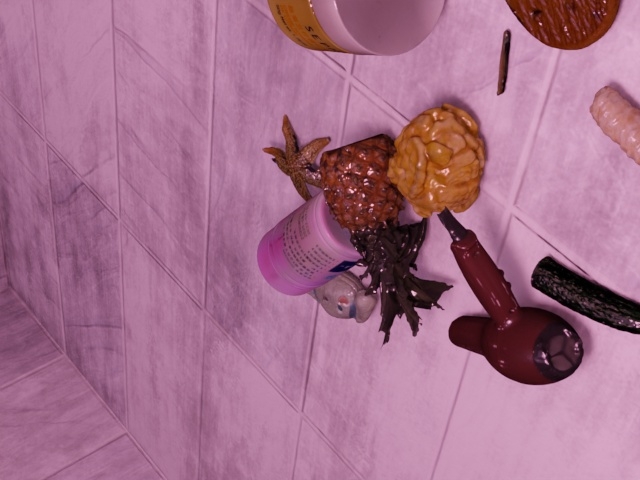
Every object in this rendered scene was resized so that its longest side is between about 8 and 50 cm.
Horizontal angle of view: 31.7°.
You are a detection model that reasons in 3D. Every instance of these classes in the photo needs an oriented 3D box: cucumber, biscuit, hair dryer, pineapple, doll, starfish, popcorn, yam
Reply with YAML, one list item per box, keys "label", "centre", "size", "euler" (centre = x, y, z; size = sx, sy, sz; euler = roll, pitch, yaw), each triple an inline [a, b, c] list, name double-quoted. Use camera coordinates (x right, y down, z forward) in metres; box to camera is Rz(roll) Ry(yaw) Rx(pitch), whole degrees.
- label: "cucumber"
  centre: [0.413, 0.090, 1.696]
  size: [0.215, 0.052, 0.058]
  euler: [30, 108, 40]
- label: "biscuit"
  centre: [0.438, -0.117, 1.488]
  size: [0.219, 0.055, 0.061]
  euler: [50, 158, 20]
- label: "hair dryer"
  centre: [0.252, 0.079, 1.811]
  size: [0.340, 0.123, 0.313]
  euler: [56, 162, -21]
- label: "pineapple"
  centre: [0.115, -0.001, 1.962]
  size: [0.165, 0.166, 0.364]
  euler: [-14, 98, 59]
- label: "biscuit"
  centre: [0.317, -0.356, 1.502]
  size: [0.212, 0.036, 0.212]
  euler: [37, 143, 36]
- label: "doll"
  centre: [0.037, 0.107, 2.264]
  size: [0.214, 0.071, 0.103]
  euler: [17, 133, 44]
- label: "starfish"
  centre: [-0.027, -0.153, 2.180]
  size: [0.208, 0.053, 0.176]
  euler: [51, 135, 11]
- label: "popcorn"
  centre: [0.182, -0.117, 1.801]
  size: [0.163, 0.140, 0.194]
  euler: [64, 152, 8]
- label: "yam"
  centre: [0.272, -0.262, 1.667]
  size: [0.014, 0.014, 0.107]
  euler: [36, 140, 37]

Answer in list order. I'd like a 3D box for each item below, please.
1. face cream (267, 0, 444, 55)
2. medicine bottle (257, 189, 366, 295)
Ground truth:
- label: "face cream"
  centre: [0.052, -0.391, 1.699]
  size: [0.179, 0.218, 0.218]
  euler: [17, 127, 52]
- label: "medicine bottle"
  centre: [0.000, 0.000, 2.128]
  size: [0.254, 0.152, 0.152]
  euler: [-34, 84, 54]
